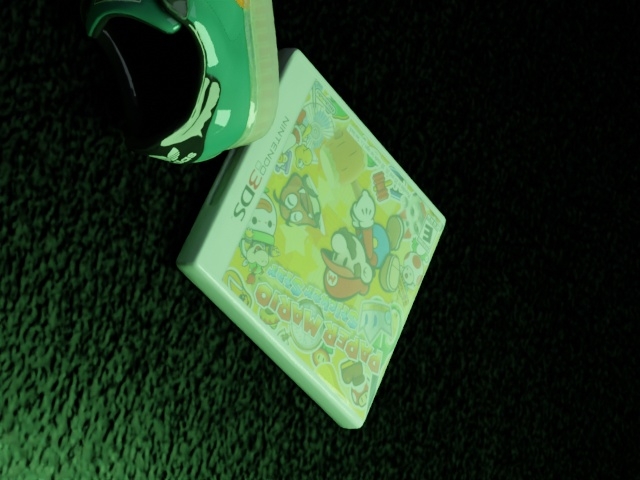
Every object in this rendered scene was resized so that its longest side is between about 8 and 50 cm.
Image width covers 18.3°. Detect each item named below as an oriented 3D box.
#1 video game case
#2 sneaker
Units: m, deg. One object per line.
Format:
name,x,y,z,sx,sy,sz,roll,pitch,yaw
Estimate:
video game case,0.000,0.000,1.539,0.227,0.026,0.206,47,55,-37
sneaker,-0.106,-0.201,1.365,0.121,0.108,0.302,-23,107,-52
